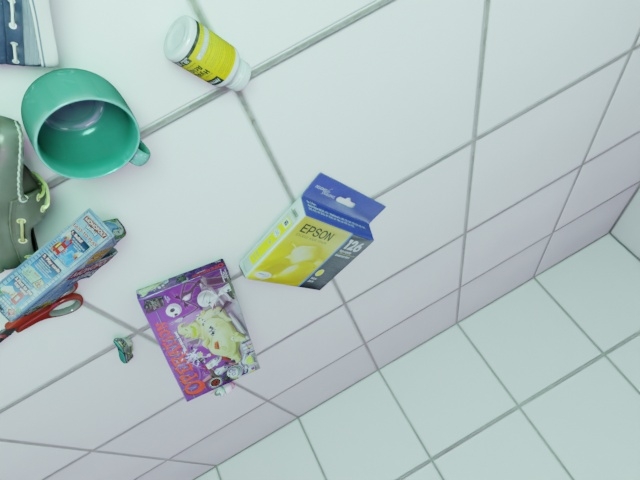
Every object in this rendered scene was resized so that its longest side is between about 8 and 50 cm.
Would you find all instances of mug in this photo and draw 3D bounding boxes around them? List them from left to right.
[{"bbox_3d":[-0.324,-0.155,0.613,0.130,0.097,0.157,-30,153,-18],"label":"mug"}]

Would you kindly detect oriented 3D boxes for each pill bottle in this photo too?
[{"bbox_3d":[-0.158,-0.262,0.643,0.065,0.065,0.116,-46,146,21],"label":"pill bottle"}]

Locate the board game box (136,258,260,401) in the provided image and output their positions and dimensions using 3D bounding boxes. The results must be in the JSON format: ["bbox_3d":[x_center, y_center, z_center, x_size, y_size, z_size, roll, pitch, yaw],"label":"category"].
[{"bbox_3d":[-0.287,0.229,1.104,0.208,0.056,0.346,-19,123,-13],"label":"board game box"}]

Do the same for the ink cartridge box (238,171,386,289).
[{"bbox_3d":[0.000,0.000,1.138,0.307,0.072,0.304,-44,146,22],"label":"ink cartridge box"}]

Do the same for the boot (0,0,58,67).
[{"bbox_3d":[-0.341,-0.269,0.473,0.086,0.069,0.190,-15,146,-30],"label":"boot"}]

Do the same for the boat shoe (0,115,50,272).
[{"bbox_3d":[-0.447,-0.058,0.645,0.091,0.109,0.305,-3,144,-39],"label":"boat shoe"}]

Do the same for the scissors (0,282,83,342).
[{"bbox_3d":[-0.603,0.168,0.857,0.297,0.021,0.109,-31,155,-20],"label":"scissors"}]

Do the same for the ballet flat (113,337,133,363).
[{"bbox_3d":[-0.491,0.268,1.124,0.041,0.041,0.114,-16,145,-24],"label":"ballet flat"}]

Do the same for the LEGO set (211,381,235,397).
[{"bbox_3d":[-0.301,0.291,1.253,0.107,0.132,0.286,-30,127,-39],"label":"LEGO set"}]

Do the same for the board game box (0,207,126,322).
[{"bbox_3d":[-0.399,0.025,0.740,0.194,0.060,0.194,-40,-175,9],"label":"board game box"}]
